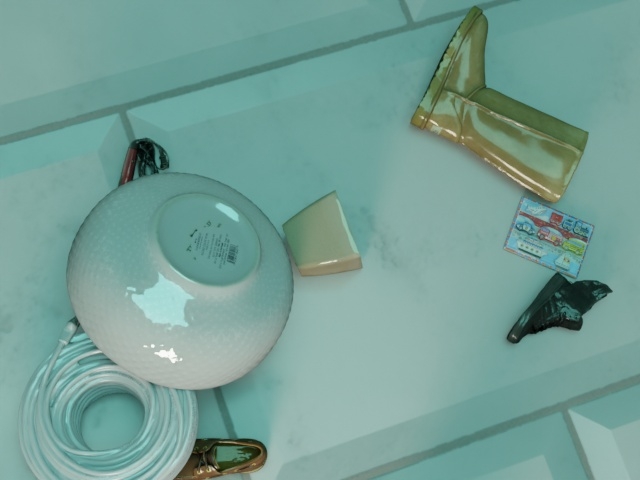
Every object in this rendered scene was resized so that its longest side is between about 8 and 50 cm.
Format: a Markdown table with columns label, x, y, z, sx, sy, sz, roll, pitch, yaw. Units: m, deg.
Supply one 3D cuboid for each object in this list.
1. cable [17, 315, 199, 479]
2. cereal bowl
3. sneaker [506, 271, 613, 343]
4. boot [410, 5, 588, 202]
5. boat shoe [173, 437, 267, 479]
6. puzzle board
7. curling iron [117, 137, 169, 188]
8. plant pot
| label | x | y | z | sx | sy | sz | roll | pitch | yaw |
| --- | --- | --- | --- | --- | --- | --- | --- | --- | --- |
| cable | -0.303 | 0.254 | 1.900 | 0.257 | 0.089 | 0.257 | 31 | 71 | 14 |
| cereal bowl | -0.186 | 0.034 | 1.911 | 0.339 | 0.141 | 0.339 | 14 | 51 | -18 |
| sneaker | 0.372 | 0.115 | 2.075 | 0.089 | 0.051 | 0.170 | 38 | 69 | 9 |
| boot | 0.308 | -0.220 | 2.149 | 0.269 | 0.089 | 0.236 | 26 | 83 | 0 |
| boat shoe | -0.164 | 0.316 | 1.937 | 0.178 | 0.060 | 0.064 | -6 | 75 | -9 |
| puzzle board | 0.367 | -0.006 | 2.130 | 0.128 | 0.011 | 0.096 | 22 | 72 | -1 |
| curling iron | -0.296 | -0.034 | 2.031 | 0.068 | 0.035 | 0.274 | 18 | 72 | -3 |
| plant pot | 0.000 | 0.000 | 2.033 | 0.096 | 0.109 | 0.109 | -20 | 78 | 0 |
